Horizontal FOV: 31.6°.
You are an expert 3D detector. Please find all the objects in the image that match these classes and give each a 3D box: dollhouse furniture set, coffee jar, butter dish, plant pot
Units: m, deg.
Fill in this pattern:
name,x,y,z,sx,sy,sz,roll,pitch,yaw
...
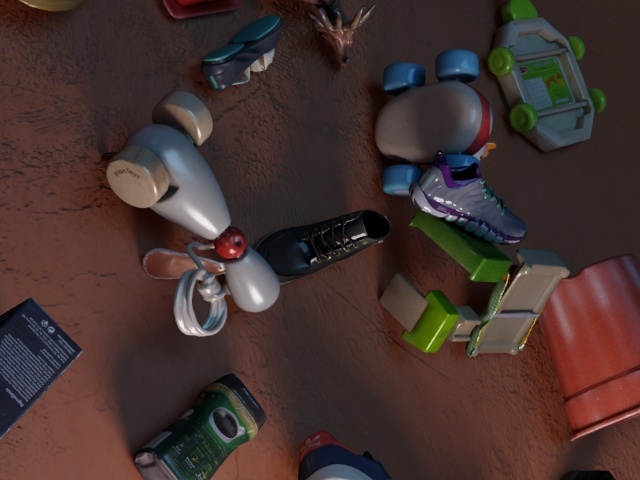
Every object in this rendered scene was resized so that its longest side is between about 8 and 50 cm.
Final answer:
name,x,y,z,sx,sy,sz,roll,pitch,yaw
dollhouse furniture set,0.254,0.073,1.899,0.301,0.198,0.151,6,30,-49
coffee jar,-0.156,0.264,1.516,0.096,0.079,0.184,54,49,-6
butter dish,-0.178,-0.441,1.747,0.159,0.118,0.160,-21,87,-43
plant pot,0.518,0.182,2.009,0.272,0.272,0.265,-7,70,-41

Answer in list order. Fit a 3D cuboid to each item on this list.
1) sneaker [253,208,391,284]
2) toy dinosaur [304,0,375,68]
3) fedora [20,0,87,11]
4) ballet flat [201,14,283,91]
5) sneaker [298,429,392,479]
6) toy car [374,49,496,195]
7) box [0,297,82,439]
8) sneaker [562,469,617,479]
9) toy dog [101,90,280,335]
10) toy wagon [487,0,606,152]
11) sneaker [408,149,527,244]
name,x,y,z,sx,sy,sz,roll,pitch,yaw
sneaker,0.000,0.000,1.723,0.222,0.118,0.083,-21,88,-43
toy dinosaur,-0.012,-0.425,1.840,0.295,0.127,0.200,28,42,-47
fedora,-0.403,-0.386,1.563,0.194,0.079,0.194,23,56,-38
ballet flat,-0.119,-0.289,1.779,0.074,0.074,0.203,54,42,-10
sneaker,0.086,0.399,1.649,0.350,0.131,0.148,52,8,-32
toy car,0.235,-0.182,1.951,0.238,0.210,0.219,13,74,-50
box,-0.385,0.164,1.311,0.093,0.156,0.158,49,49,-13
sneaker,0.440,0.468,1.904,0.087,0.130,0.227,54,50,-8
toy dog,-0.198,-0.036,1.582,0.220,0.161,0.334,-27,106,-46
toy wagon,0.436,-0.350,2.262,0.267,0.068,0.345,-16,83,-43
sneaker,0.253,-0.065,1.786,0.223,0.098,0.083,19,29,-27
